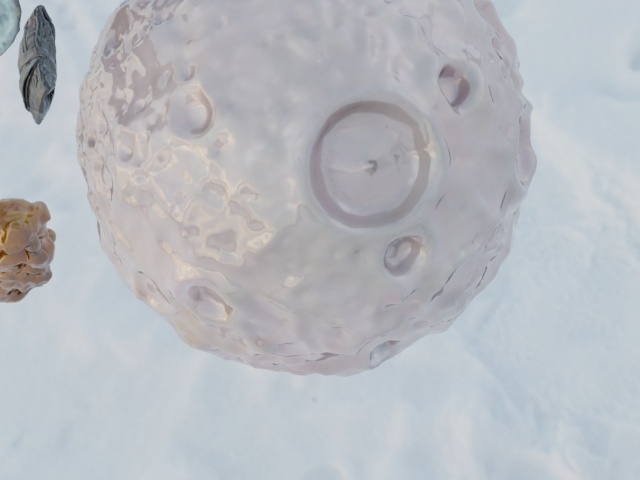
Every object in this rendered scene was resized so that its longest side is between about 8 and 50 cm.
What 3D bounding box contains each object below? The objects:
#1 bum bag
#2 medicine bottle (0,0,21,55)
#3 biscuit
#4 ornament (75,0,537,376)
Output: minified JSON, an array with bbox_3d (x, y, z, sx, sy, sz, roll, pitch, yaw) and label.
[{"bbox_3d":[-0.253,-0.157,0.890,0.034,0.058,0.124,7,44,-24],"label":"bum bag"},{"bbox_3d":[-0.193,-0.134,0.495,0.051,0.051,0.191,-37,36,-9],"label":"medicine bottle"},{"bbox_3d":[-0.591,0.014,1.608,0.312,0.318,0.110,5,69,-18],"label":"biscuit"},{"bbox_3d":[-0.006,-0.049,0.554,0.259,0.259,0.225,-36,15,-9],"label":"ornament"}]
